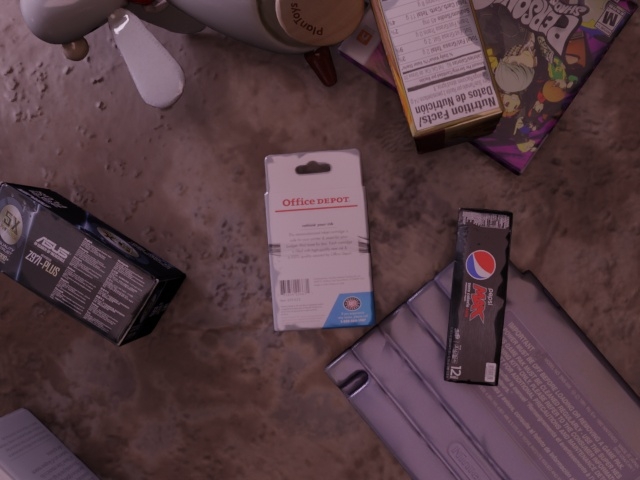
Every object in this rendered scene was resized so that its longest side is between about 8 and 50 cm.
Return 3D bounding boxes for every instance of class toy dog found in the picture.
[{"bbox_3d":[-0.105,-0.213,1.056,0.333,0.220,0.161,6,128,20],"label":"toy dog"}]

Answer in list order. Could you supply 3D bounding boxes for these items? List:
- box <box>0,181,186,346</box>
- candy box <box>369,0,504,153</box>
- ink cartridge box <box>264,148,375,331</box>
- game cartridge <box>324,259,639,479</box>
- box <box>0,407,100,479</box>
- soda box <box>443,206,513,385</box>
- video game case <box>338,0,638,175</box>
[{"bbox_3d":[-0.240,0.022,1.072,0.180,0.147,0.077,32,92,3],"label":"box"},{"bbox_3d":[0.084,-0.247,0.994,0.087,0.183,0.316,-17,88,6],"label":"candy box"},{"bbox_3d":[0.000,0.000,1.102,0.104,0.060,0.180,-4,90,4],"label":"ink cartridge box"},{"bbox_3d":[0.202,0.195,1.083,0.230,0.068,0.355,-39,83,-2],"label":"game cartridge"},{"bbox_3d":[-0.269,0.370,1.063,0.345,0.168,0.215,44,92,3],"label":"box"},{"bbox_3d":[0.153,0.055,1.040,0.053,0.060,0.169,6,87,8],"label":"soda box"},{"bbox_3d":[0.170,-0.217,1.102,0.232,0.042,0.210,35,93,3],"label":"video game case"}]
